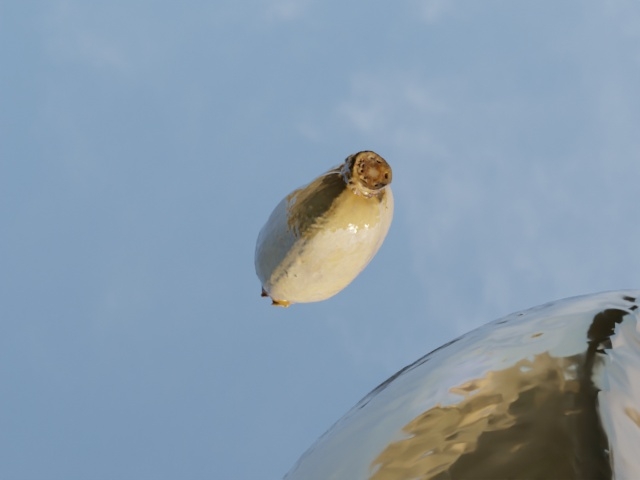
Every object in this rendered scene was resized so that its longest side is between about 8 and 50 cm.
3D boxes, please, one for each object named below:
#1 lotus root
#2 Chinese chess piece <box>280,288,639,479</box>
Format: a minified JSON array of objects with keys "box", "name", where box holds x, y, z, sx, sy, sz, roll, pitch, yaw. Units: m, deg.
[{"box":[0.000,0.000,1.059,0.062,0.150,0.073,48,-130,9],"name":"lotus root"},{"box":[0.110,0.174,0.433,0.338,0.140,0.338,39,-152,-26],"name":"Chinese chess piece"}]
